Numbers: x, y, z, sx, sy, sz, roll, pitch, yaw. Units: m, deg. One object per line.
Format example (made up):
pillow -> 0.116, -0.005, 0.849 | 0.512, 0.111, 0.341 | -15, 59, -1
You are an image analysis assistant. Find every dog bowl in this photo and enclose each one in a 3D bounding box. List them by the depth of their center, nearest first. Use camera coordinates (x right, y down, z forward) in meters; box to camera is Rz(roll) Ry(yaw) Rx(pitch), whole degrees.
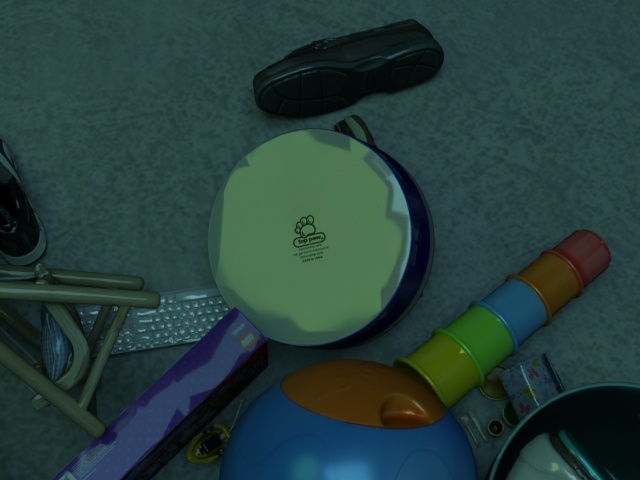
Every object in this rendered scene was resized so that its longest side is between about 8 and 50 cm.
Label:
dog bowl -> 0.000, 0.000, 1.291 | 0.265, 0.104, 0.265 | -2, 84, 19

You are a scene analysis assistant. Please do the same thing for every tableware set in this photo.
tableware set -> 0.194, 0.181, 1.345 | 0.104, 0.024, 0.154 | -28, 76, -9

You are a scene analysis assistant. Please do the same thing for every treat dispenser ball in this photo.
treat dispenser ball -> 0.031, 0.276, 1.176 | 0.288, 0.288, 0.288 | 0, 74, -1

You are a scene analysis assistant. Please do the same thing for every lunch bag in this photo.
lunch bag -> 0.273, 0.180, 1.327 | 0.083, 0.053, 0.071 | -9, 70, -44

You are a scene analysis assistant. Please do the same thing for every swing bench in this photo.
swing bench -> -0.335, 0.077, 1.193 | 0.254, 0.253, 0.165 | 23, 88, -13

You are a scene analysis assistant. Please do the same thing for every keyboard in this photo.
keyboard -> -0.199, 0.101, 1.364 | 0.256, 0.014, 0.072 | -8, 74, -4

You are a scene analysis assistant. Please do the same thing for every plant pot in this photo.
plant pot -> 0.310, 0.321, 1.197 | 0.293, 0.235, 0.293 | 0, 74, -1

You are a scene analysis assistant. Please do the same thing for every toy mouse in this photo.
toy mouse -> -0.113, 0.298, 1.287 | 0.161, 0.031, 0.143 | -37, 85, -28

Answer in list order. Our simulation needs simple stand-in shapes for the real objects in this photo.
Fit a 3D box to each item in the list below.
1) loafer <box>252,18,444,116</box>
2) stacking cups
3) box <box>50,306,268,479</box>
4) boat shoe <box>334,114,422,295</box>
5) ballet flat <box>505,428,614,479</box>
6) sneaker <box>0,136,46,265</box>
loafer -> 0.031, -0.238, 1.441 | 0.267, 0.096, 0.084 | -14, 55, -12
stacking cups -> 0.240, 0.095, 1.319 | 0.316, 0.096, 0.096 | -35, 77, -18
box -> -0.182, 0.213, 1.234 | 0.293, 0.201, 0.057 | -43, 81, -12
boat shoe -> 0.050, -0.036, 1.371 | 0.095, 0.095, 0.257 | -18, 75, 0
ballet flat -> 0.322, 0.361, 1.011 | 0.139, 0.139, 0.400 | -41, 75, -12
sneaker -> -0.428, -0.082, 1.364 | 0.078, 0.106, 0.234 | -28, 76, -10
